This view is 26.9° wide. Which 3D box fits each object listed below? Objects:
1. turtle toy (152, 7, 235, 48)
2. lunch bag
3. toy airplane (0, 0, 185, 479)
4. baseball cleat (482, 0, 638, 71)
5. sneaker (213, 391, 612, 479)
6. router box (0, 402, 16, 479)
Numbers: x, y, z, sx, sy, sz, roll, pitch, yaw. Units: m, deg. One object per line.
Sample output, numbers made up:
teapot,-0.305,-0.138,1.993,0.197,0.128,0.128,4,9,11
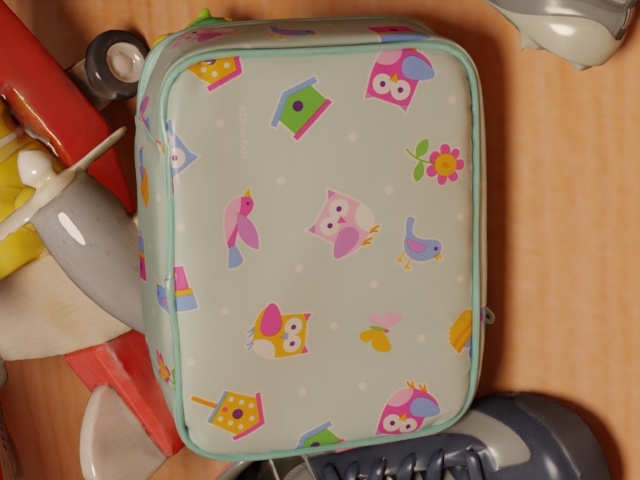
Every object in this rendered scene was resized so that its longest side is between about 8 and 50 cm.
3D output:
turtle toy,-0.063,-0.111,0.990,0.066,0.095,0.130,-17,91,29
lunch bag,0.000,0.000,0.853,0.108,0.224,0.279,-133,38,-64
toy airplane,-0.230,0.037,1.085,0.384,0.272,0.386,40,131,32
baseball cleat,0.104,-0.186,0.783,0.206,0.072,0.109,36,127,22
sneaker,0.050,0.176,0.925,0.319,0.131,0.112,-15,91,50
router box,-0.382,0.207,1.278,0.301,0.082,0.335,68,178,-48
